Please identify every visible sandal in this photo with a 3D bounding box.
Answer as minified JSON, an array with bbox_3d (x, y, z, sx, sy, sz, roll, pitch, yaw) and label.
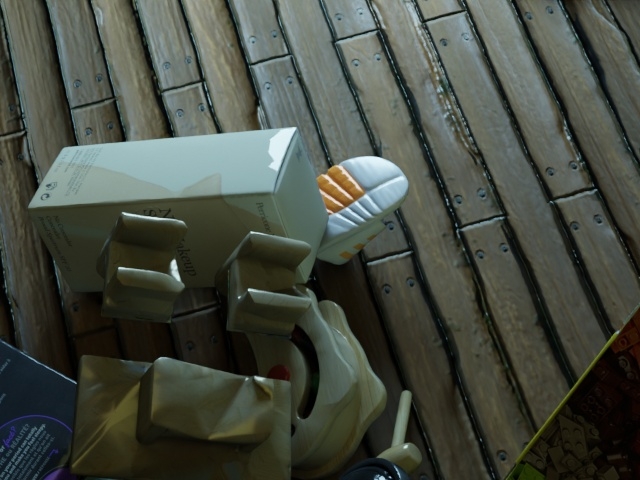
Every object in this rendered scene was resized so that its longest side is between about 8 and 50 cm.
[{"bbox_3d":[-0.004,-0.007,1.483,0.265,0.076,0.102,-32,53,11],"label":"sandal"}]

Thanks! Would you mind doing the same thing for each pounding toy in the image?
[{"bbox_3d":[0.004,0.190,1.372,0.154,0.155,0.269,-40,52,15],"label":"pounding toy"}]

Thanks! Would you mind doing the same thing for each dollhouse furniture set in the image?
[{"bbox_3d":[-0.228,0.183,1.189,0.394,0.256,0.362,10,62,-20],"label":"dollhouse furniture set"}]

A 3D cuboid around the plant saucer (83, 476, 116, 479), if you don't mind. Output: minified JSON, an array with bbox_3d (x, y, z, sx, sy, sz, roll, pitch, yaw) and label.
[{"bbox_3d":[-0.183,0.324,1.282,0.195,0.037,0.194,4,77,-18],"label":"plant saucer"}]

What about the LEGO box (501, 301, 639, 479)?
[{"bbox_3d":[0.398,0.144,1.065,0.193,0.372,0.500,44,35,24],"label":"LEGO box"}]

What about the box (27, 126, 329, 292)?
[{"bbox_3d":[-0.162,-0.032,1.405,0.311,0.148,0.121,-4,41,21],"label":"box"}]

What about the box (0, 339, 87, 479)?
[{"bbox_3d":[-0.374,0.210,1.344,0.270,0.143,0.165,26,65,16],"label":"box"}]

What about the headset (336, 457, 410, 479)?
[{"bbox_3d":[0.066,0.339,1.204,0.394,0.243,0.185,7,61,30],"label":"headset"}]
